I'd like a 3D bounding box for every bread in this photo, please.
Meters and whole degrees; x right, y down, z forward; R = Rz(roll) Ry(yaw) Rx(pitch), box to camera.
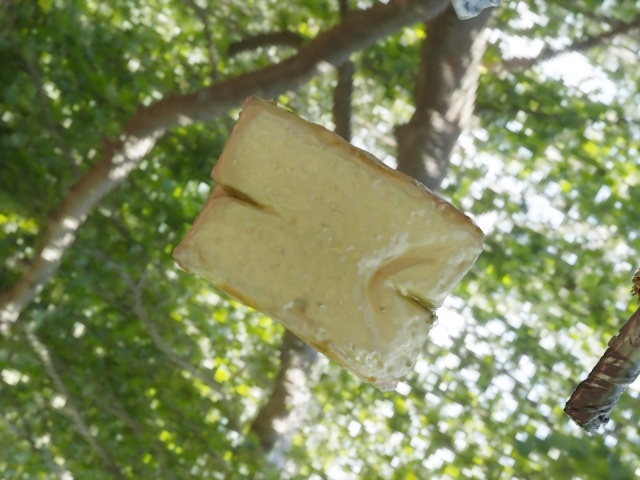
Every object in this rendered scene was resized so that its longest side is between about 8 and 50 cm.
[{"bbox_3d":[0.000,0.000,1.756,0.279,0.390,0.371,-58,-174,-2],"label":"bread"}]

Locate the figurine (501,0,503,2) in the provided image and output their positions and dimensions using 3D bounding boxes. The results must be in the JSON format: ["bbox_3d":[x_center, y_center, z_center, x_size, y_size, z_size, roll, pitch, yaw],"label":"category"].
[{"bbox_3d":[0.228,-0.347,1.502,0.157,0.126,0.114,-61,165,15],"label":"figurine"}]

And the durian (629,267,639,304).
[{"bbox_3d":[0.524,0.090,1.535,0.196,0.305,0.186,107,-32,-73],"label":"durian"}]

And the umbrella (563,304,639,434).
[{"bbox_3d":[0.289,0.093,1.123,0.188,0.050,0.046,-53,-165,-2],"label":"umbrella"}]

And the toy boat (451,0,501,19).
[{"bbox_3d":[0.122,-0.299,1.196,0.309,0.142,0.129,-94,173,-54],"label":"toy boat"}]
